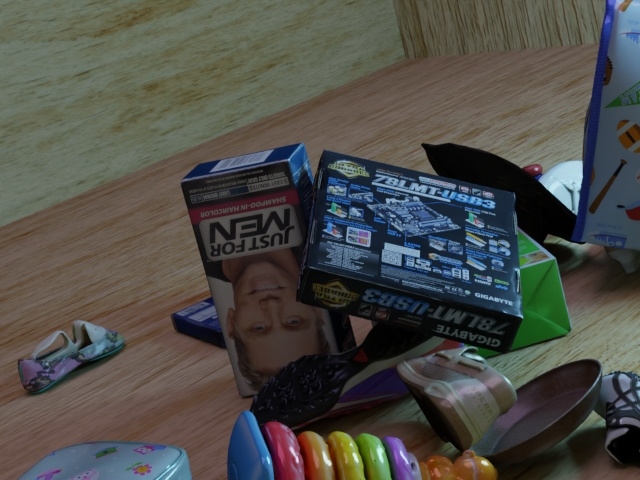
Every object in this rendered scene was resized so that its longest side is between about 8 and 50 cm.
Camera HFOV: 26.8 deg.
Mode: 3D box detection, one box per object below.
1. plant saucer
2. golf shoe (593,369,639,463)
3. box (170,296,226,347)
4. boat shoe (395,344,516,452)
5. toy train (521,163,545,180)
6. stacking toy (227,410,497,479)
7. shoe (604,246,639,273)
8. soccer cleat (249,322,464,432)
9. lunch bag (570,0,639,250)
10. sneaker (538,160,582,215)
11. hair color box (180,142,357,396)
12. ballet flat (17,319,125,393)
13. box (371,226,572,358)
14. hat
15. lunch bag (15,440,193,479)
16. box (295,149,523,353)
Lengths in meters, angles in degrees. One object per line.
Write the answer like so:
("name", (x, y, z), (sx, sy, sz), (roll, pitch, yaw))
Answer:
("plant saucer", (0.261, 0.213, 1.612), (0.198, 0.036, 0.198), (-35, 5, 4))
("golf shoe", (0.355, 0.209, 1.561), (0.094, 0.077, 0.198), (-20, 15, -18))
("box", (-0.151, 0.135, 2.334), (0.136, 0.036, 0.225), (-23, 17, -28))
("boat shoe", (0.170, 0.184, 1.663), (0.098, 0.109, 0.302), (-34, 4, -5))
("toy train", (0.311, -0.070, 2.541), (0.248, 0.105, 0.143), (-15, 5, -2))
("stacking toy", (0.053, 0.275, 1.506), (0.301, 0.175, 0.166), (-5, 17, -11))
("shoe", (0.502, 0.000, 2.212), (0.076, 0.058, 0.219), (-30, 6, 20))
("soccer cleat", (0.054, 0.197, 1.862), (0.318, 0.116, 0.109), (-30, 40, 4))
("lunch bag", (0.569, -0.184, 2.037), (0.327, 0.385, 0.239), (7, 21, 12))
("sneaker", (0.504, -0.094, 2.396), (0.290, 0.106, 0.123), (-16, 16, -35))
("hair color box", (-0.072, 0.046, 1.994), (0.173, 0.347, 0.105), (-11, 16, 16))
("ballet flat", (-0.430, 0.186, 2.322), (0.077, 0.079, 0.221), (0, 21, 44))
("box", (0.211, 0.087, 2.024), (0.262, 0.127, 0.231), (-16, 17, -4))
("hat", (0.283, -0.035, 2.253), (0.134, 0.331, 0.331), (-60, 28, -7))
("lunch bag", (-0.283, 0.343, 1.597), (0.224, 0.108, 0.279), (-1, 21, 30))
("box", (0.126, 0.007, 1.849), (0.295, 0.073, 0.293), (13, 35, -5))
